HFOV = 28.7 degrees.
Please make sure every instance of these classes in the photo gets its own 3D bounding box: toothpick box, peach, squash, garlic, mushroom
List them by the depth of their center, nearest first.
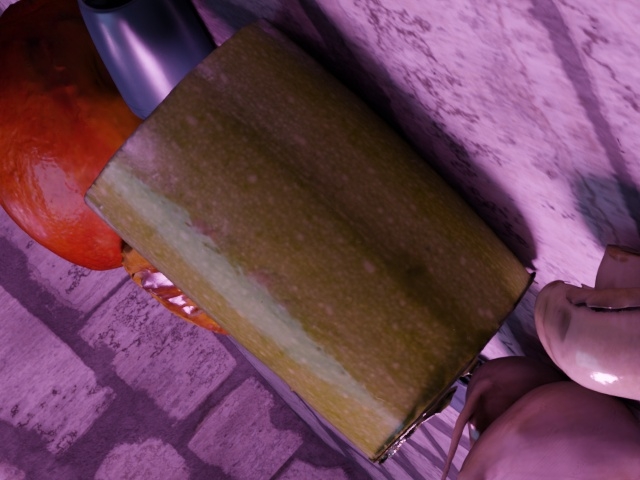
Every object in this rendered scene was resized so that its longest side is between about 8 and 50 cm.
[{"bbox_3d":[0.242,0.065,0.996,0.154,0.122,0.154,6,178,0],"label":"mushroom"},{"bbox_3d":[0.000,0.000,1.218,0.384,0.263,0.263,43,168,0],"label":"squash"},{"bbox_3d":[0.211,0.233,1.380,0.340,0.246,0.231,28,-166,-50],"label":"garlic"},{"bbox_3d":[-0.195,-0.229,1.401,0.120,0.120,0.184,35,163,36],"label":"toothpick box"},{"bbox_3d":[-0.304,-0.144,1.641,0.372,0.290,0.373,-10,-90,-82],"label":"peach"}]

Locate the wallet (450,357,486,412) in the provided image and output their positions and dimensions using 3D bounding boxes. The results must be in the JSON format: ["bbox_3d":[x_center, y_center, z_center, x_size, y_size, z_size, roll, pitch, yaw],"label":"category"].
[{"bbox_3d":[0.201,0.215,1.795,0.290,0.054,0.251,33,163,48],"label":"wallet"}]

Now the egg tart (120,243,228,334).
[{"bbox_3d":[-0.069,0.018,1.553,0.351,0.153,0.339,-6,153,25],"label":"egg tart"}]
